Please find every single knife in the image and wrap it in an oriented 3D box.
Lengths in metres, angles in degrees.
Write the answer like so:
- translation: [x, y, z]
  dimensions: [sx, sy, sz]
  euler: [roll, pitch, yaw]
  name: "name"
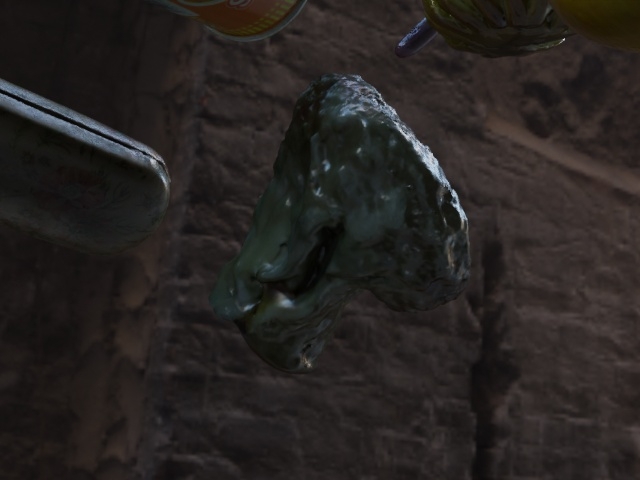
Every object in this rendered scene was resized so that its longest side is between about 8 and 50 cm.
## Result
- translation: [0.238, -0.455, 1.880]
  dimensions: [0.053, 0.278, 0.123]
  euler: [20, -25, 47]
  name: "knife"

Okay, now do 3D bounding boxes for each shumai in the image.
- translation: [0.000, 0.000, 0.844]
  dimensions: [0.203, 0.222, 0.272]
  euler: [-29, -38, -13]
  name: "shumai"

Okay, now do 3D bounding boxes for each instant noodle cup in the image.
- translation: [-0.116, -0.269, 0.874]
  dimensions: [0.168, 0.168, 0.185]
  euler: [-5, 0, 30]
  name: "instant noodle cup"

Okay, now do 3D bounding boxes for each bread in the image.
- translation: [0.320, -0.393, 1.617]
  dimensions: [0.333, 0.160, 0.333]
  euler: [-1, -7, 0]
  name: "bread"

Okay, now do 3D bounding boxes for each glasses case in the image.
- translation: [-0.364, -0.100, 1.069]
  dimensions: [0.425, 0.098, 0.156]
  euler: [23, -54, -30]
  name: "glasses case"

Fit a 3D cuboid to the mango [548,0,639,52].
- translation: [0.172, -0.171, 0.448]
  dimensions: [0.119, 0.177, 0.317]
  euler: [16, 14, -10]
  name: "mango"
